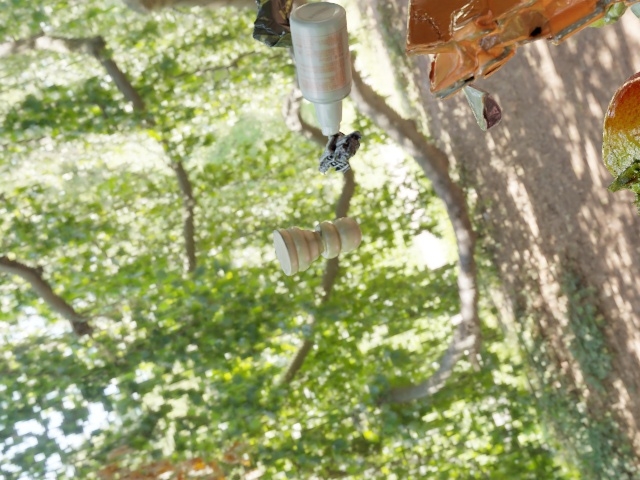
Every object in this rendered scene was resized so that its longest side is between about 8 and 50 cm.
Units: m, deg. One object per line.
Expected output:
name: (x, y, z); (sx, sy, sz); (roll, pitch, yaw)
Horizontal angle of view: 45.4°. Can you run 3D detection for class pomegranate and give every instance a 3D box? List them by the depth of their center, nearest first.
pomegranate: (0.515, -0.150, 1.131); (0.210, 0.235, 0.210); (31, 157, 15)

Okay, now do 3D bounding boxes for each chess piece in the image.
chess piece: (0.000, 0.000, 1.507); (0.094, 0.171, 0.094); (162, 90, -74)

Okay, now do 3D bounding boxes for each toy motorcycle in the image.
toy motorcycle: (0.057, -0.238, 1.977); (0.080, 0.122, 0.215); (28, 166, -15)

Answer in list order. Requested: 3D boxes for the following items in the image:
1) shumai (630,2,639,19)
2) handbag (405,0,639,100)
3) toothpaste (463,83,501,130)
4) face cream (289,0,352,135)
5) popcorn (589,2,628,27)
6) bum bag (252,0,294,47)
shumai: (0.731, -0.573, 1.587); (0.225, 0.222, 0.261); (55, -141, -8)
handbag: (0.329, -0.374, 1.097); (0.116, 0.410, 0.303); (54, -153, -27)
toothpaste: (0.282, -0.247, 1.363); (0.075, 0.048, 0.301); (67, -161, 11)
face cream: (0.009, -0.303, 1.411); (0.101, 0.101, 0.251); (-108, 7, -50)
popcorn: (0.682, -0.620, 1.902); (0.218, 0.189, 0.169); (103, 151, -55)
bum bag: (-0.109, -0.547, 1.846); (0.060, 0.107, 0.232); (109, 163, -51)
